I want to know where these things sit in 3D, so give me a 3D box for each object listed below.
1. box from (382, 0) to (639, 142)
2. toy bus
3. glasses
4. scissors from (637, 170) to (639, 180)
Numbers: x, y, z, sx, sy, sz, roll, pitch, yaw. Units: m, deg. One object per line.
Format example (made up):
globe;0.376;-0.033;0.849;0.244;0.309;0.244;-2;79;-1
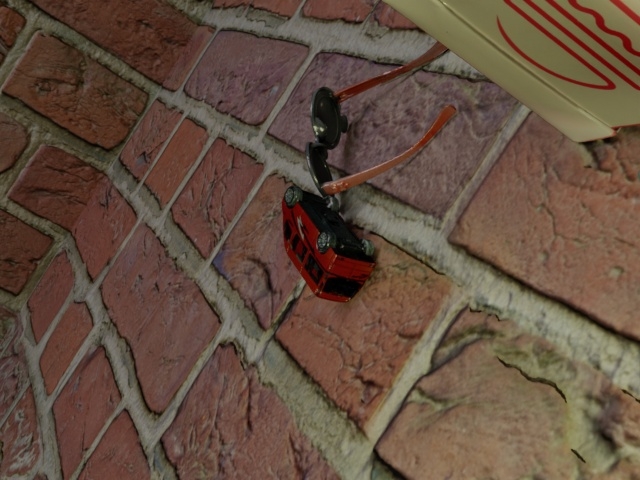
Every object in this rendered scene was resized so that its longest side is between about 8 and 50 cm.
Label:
box;0.295;-0.314;0.882;0.314;0.312;0.300;-63;20;-10
toy bus;0.000;0.000;1.304;0.089;0.081;0.195;-61;38;22
glasses;0.104;-0.182;1.407;0.268;0.118;0.234;-17;42;26
scissors;0.401;-0.098;0.806;0.256;0.030;0.125;-26;38;45
